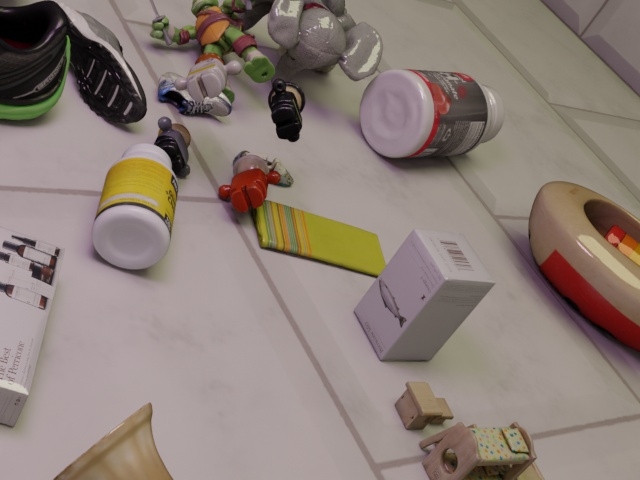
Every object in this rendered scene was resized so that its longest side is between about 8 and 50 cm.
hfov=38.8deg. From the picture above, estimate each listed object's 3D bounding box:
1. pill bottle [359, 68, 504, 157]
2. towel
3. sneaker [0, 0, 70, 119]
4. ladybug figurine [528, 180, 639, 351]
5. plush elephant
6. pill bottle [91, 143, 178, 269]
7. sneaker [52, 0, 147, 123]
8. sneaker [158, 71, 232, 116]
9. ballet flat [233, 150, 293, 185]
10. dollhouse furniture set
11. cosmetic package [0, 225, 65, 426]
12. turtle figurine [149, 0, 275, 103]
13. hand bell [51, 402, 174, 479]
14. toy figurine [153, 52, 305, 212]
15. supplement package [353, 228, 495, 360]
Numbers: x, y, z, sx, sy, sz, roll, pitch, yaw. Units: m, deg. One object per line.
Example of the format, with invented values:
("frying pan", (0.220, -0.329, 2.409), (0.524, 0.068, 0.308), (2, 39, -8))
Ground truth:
("pill bottle", (0.244, -0.263, 1.888), (0.318, 0.176, 0.176), (-8, 51, -47))
("towel", (0.000, 0.000, 1.475), (0.237, 0.021, 0.102), (16, 41, -27))
("sneaker", (-0.550, -0.279, 1.186), (0.482, 0.202, 0.185), (-8, 50, -47))
("ladybug figurine", (0.578, 0.071, 1.750), (0.449, 0.162, 0.305), (43, 33, 15))
("plush elephant", (-0.026, -0.411, 1.791), (0.271, 0.330, 0.256), (27, 50, -24))
("pill bottle", (-0.249, -0.054, 1.245), (0.103, 0.103, 0.184), (21, 35, -18))
("sneaker", (-0.354, -0.295, 1.482), (0.108, 0.100, 0.271), (-6, 48, -52))
("sneaker", (-0.221, -0.239, 1.577), (0.135, 0.052, 0.058), (19, 44, -9))
("ballet flat", (-0.090, -0.125, 1.540), (0.114, 0.041, 0.041), (18, 35, -24))
("dollhouse furniture set", (0.224, 0.255, 1.252), (0.181, 0.101, 0.161), (7, 40, -35))
("cosmetic package", (-0.356, 0.085, 1.008), (0.098, 0.060, 0.239), (19, 35, -20))
("turtle figurine", (-0.204, -0.396, 1.644), (0.197, 0.275, 0.266), (-15, 59, -20))
("hand bell", (-0.144, 0.295, 0.905), (0.242, 0.126, 0.126), (50, 34, 2))
("toy figurine", (-0.141, -0.173, 1.404), (0.209, 0.213, 0.148), (22, 23, -11))
("supplement package", (0.150, 0.083, 1.342), (0.105, 0.179, 0.105), (5, 42, -37))
